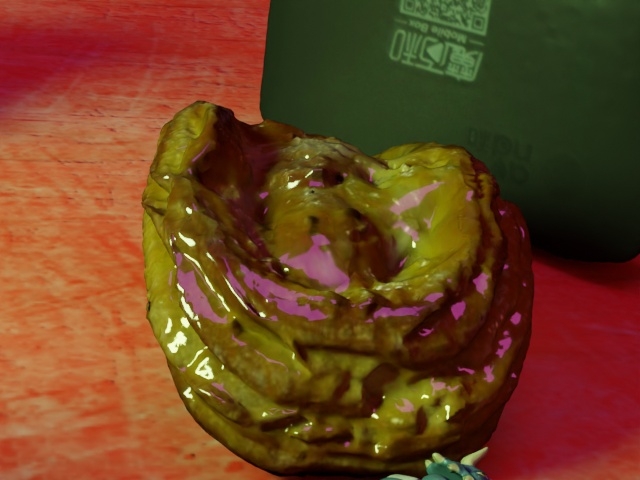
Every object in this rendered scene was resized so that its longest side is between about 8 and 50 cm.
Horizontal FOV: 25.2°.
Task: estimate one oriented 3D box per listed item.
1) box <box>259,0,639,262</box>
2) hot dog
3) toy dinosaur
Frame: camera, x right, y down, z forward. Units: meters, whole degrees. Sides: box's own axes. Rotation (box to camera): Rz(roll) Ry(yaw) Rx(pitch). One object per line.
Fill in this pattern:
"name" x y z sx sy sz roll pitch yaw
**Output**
"box" 0.094 -0.156 0.829 0.290 0.289 0.073 22 25 34
"hot dog" 0.001 -0.002 0.675 0.175 0.114 0.259 4 26 -10
"toy dinosaur" 0.039 0.105 0.556 0.083 0.030 0.047 -11 30 -36
